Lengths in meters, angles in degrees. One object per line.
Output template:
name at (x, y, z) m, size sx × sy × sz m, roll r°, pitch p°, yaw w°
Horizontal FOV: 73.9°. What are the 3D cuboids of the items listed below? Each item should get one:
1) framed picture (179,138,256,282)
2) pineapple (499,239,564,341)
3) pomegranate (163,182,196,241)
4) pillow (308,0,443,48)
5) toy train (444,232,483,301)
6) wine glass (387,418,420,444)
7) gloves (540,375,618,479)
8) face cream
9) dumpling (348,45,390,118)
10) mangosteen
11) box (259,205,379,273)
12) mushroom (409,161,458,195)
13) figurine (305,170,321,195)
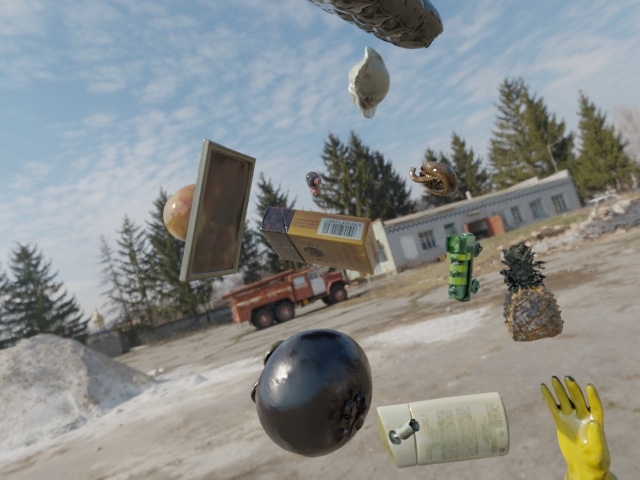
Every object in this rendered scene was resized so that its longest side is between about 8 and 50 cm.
framed picture at (-0.221, -0.059, 0.948) m, size 0.020 × 0.290 × 0.211 m, roll 12°, pitch 4°, yaw 17°
pineapple at (0.578, 0.143, 1.210) m, size 0.157 × 0.279 × 0.158 m, roll -12°, pitch -10°, yaw -2°
pomegranate at (-0.373, -0.078, 1.291) m, size 0.191 × 0.192 × 0.191 m, roll -17°, pitch -5°, yaw -2°
pillow at (0.032, -0.435, 0.721) m, size 0.228 × 0.326 × 0.101 m, roll 3°, pitch -54°, yaw -43°
toy train at (0.396, 0.078, 1.201) m, size 0.083 × 0.201 × 0.132 m, roll 3°, pitch 3°, yaw 40°
wine glass at (0.204, 0.462, 1.027) m, size 0.083 × 0.042 × 0.039 m, roll -49°, pitch -1°, yaw 32°
gloves at (0.626, 0.462, 1.037) m, size 0.133 × 0.295 × 0.116 m, roll -12°, pitch 8°, yaw 43°
face cream at (0.335, 0.524, 1.171) m, size 0.348 × 0.174 × 0.081 m, roll -7°, pitch -2°, yaw -1°
dumpling at (0.118, -0.401, 1.109) m, size 0.127 × 0.108 × 0.188 m, roll -53°, pitch -30°, yaw -29°
mangosteen at (-0.045, 0.451, 1.342) m, size 0.381 × 0.383 × 0.434 m, roll -12°, pitch 21°, yaw -42°
box at (0.000, -0.001, 1.626) m, size 0.414 × 0.116 × 0.264 m, roll 8°, pitch -24°, yaw 19°
mushroom at (0.378, -0.213, 1.421) m, size 0.170 × 0.080 × 0.135 m, roll 22°, pitch -26°, yaw 17°
figurine at (-0.022, -0.206, 1.583) m, size 0.054 × 0.072 × 0.129 m, roll -28°, pitch -23°, yaw -9°
